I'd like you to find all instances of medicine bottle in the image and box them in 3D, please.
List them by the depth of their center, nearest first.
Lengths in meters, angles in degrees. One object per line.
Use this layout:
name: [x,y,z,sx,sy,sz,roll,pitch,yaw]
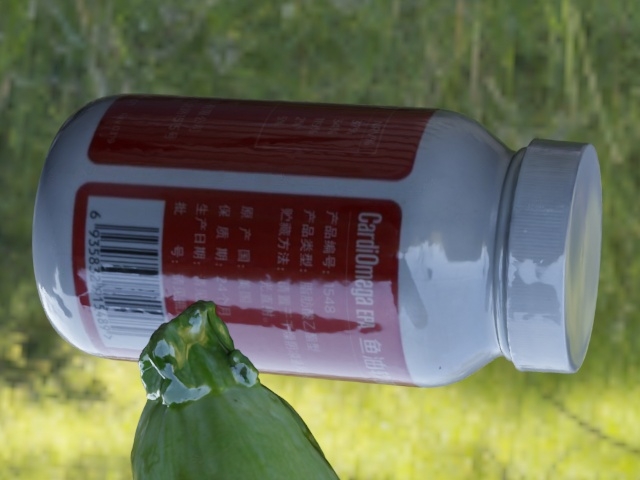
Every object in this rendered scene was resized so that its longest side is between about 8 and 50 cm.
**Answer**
medicine bottle: [0.000,0.000,0.934,0.250,0.131,0.131,4,168,16]

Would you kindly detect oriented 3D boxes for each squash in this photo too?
squash: [0.009,0.201,0.698,0.118,0.370,0.118,-25,-178,1]
